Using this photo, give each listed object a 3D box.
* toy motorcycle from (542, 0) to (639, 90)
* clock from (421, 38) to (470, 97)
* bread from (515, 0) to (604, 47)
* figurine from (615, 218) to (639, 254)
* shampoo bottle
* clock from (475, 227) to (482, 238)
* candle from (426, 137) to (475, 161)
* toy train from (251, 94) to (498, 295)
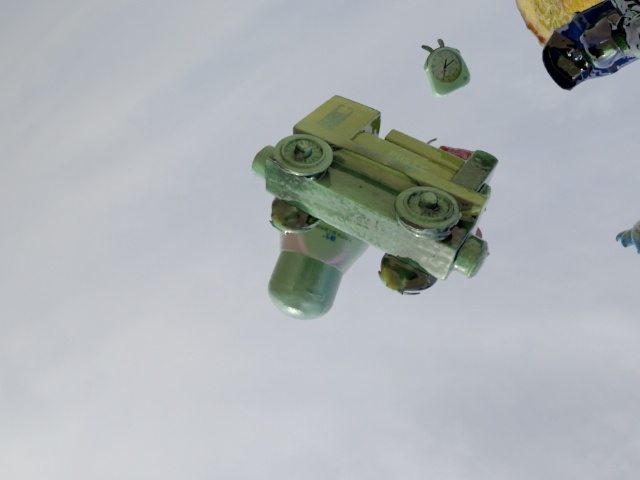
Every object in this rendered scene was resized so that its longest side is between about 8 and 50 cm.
[{"bbox_3d":[0.405,-0.279,0.674,0.196,0.125,0.331,-38,-170,17],"label":"toy motorcycle"},{"bbox_3d":[0.299,-0.424,1.263,0.101,0.134,0.041,-25,-172,-6],"label":"clock"},{"bbox_3d":[0.529,-0.539,1.004,0.216,0.398,0.398,-26,-138,3],"label":"bread"},{"bbox_3d":[0.614,-0.001,0.947,0.115,0.078,0.114,0,-157,0],"label":"figurine"},{"bbox_3d":[0.000,0.000,1.112,0.349,0.222,0.151,-70,-166,-12],"label":"shampoo bottle"},{"bbox_3d":[0.290,-0.046,1.141,0.110,0.050,0.152,0,-107,0],"label":"clock"},{"bbox_3d":[0.289,-0.185,1.113,0.053,0.162,0.048,32,-67,58],"label":"candle"},{"bbox_3d":[0.095,-0.086,0.825,0.397,0.160,0.253,27,-131,20],"label":"toy train"}]
